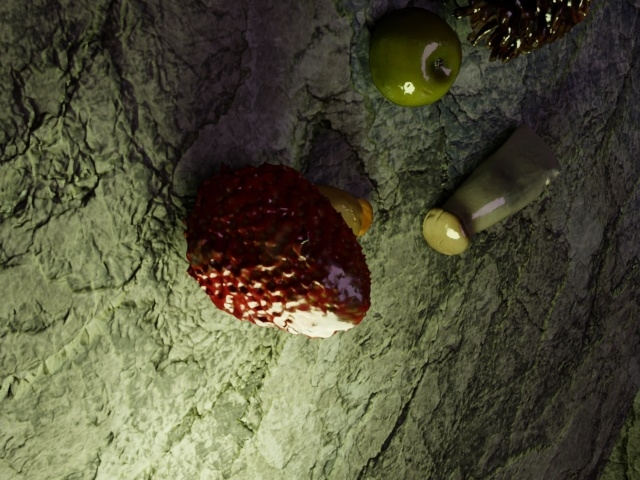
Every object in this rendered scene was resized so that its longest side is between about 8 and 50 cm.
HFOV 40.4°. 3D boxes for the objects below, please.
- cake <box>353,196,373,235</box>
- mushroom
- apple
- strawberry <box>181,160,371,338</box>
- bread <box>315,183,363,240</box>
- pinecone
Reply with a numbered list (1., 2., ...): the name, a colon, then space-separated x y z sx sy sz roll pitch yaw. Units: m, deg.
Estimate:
1. cake: 0.071 -0.048 1.790 0.084 0.044 0.084 -14 111 -41
2. mushroom: 0.409 -0.112 2.026 0.407 0.154 0.137 -42 170 -24
3. apple: 0.191 -0.361 1.723 0.196 0.157 0.196 -15 117 -31
4. strawberry: -0.067 0.011 1.466 0.292 0.343 0.292 -12 109 -39
5. bread: 0.000 0.000 1.683 0.147 0.098 0.217 23 84 -20
6. pinecone: 0.420 -0.515 1.813 0.296 0.298 0.242 -23 99 -2
